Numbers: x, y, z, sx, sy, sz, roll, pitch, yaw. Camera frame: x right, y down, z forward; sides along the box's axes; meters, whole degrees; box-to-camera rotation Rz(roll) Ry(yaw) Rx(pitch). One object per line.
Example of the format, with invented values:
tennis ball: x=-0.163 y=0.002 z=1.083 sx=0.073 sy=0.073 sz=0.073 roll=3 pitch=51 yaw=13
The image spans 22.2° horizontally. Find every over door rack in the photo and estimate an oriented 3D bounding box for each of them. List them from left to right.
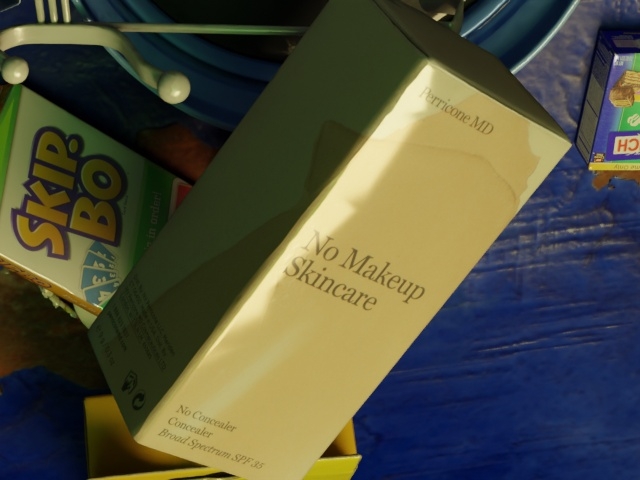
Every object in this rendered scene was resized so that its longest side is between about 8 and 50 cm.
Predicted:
over door rack: x=-0.057 y=-0.214 z=1.016 sx=0.324 sy=0.108 sz=0.239 roll=-5 pitch=127 yaw=-6

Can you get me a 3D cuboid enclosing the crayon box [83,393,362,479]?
crayon box: x=-0.079 y=0.170 z=1.294 sx=0.202 sy=0.081 sz=0.318 roll=-5 pitch=165 yaw=-6

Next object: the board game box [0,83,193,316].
board game box: x=-0.171 y=-0.014 z=1.236 sx=0.259 sy=0.124 sz=0.039 roll=30 pitch=160 yaw=-25

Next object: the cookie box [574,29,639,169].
cookie box: x=0.257 y=-0.109 z=1.279 sx=0.092 sy=0.040 sz=0.107 roll=-1 pitch=126 yaw=-10

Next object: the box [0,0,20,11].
box: x=-0.248 y=-0.241 z=0.990 sx=0.036 sy=0.136 sz=0.225 roll=-23 pitch=101 yaw=-24

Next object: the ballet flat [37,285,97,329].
ballet flat: x=-0.145 y=0.072 z=1.321 sx=0.091 sy=0.077 sz=0.241 roll=-40 pitch=123 yaw=20

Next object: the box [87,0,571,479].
box: x=0.000 y=0.000 z=1.067 sx=0.148 sy=0.121 sz=0.311 roll=23 pitch=112 yaw=-37

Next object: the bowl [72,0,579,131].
bowl: x=0.008 y=-0.250 z=1.115 sx=0.391 sy=0.077 sz=0.391 roll=-4 pitch=126 yaw=-6
